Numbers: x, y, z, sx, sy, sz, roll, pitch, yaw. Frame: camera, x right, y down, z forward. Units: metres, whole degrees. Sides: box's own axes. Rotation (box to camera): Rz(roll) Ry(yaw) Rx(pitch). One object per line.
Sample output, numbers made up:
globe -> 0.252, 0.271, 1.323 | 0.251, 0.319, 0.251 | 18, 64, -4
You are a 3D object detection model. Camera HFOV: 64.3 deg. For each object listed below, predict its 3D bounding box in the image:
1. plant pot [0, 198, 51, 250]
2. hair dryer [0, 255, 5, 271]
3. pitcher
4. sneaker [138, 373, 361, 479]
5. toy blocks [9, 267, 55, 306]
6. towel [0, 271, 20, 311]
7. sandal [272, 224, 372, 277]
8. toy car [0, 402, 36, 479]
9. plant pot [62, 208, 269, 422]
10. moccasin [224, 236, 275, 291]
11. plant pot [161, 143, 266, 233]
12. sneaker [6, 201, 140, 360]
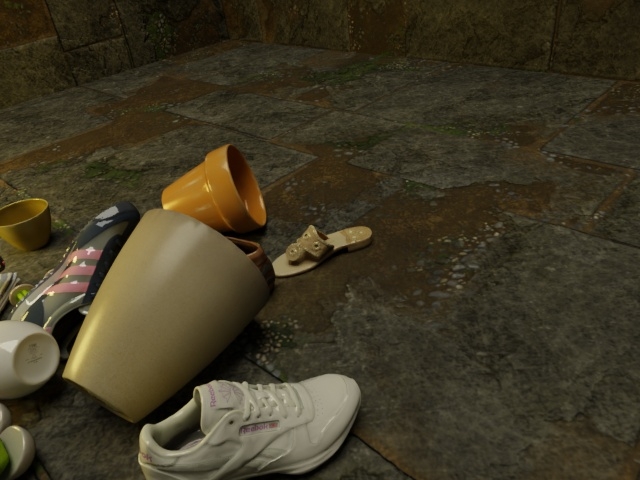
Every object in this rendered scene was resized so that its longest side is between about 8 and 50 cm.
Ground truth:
plant pot -> -0.727, -0.030, 1.258 | 0.135, 0.095, 0.134 | -5, 33, 3
hair dryer -> -0.739, 0.157, 0.968 | 0.224, 0.080, 0.293 | -23, 29, 10
pitcher -> -0.544, 0.200, 0.807 | 0.207, 0.125, 0.178 | -7, 7, 23
sneaker -> -0.083, 0.240, 0.664 | 0.305, 0.152, 0.114 | -19, 33, -19
toy blocks -> -0.539, 0.122, 1.027 | 0.148, 0.054, 0.123 | 24, 44, 38
towel -> -0.792, 0.158, 1.044 | 0.285, 0.034, 0.209 | -10, 35, -1
sandal -> -0.003, -0.003, 1.082 | 0.240, 0.079, 0.088 | -19, 35, -16
toy car -> -0.508, 0.297, 0.696 | 0.182, 0.159, 0.136 | 20, 77, 35
plant pot -> -0.259, 0.134, 0.810 | 0.257, 0.256, 0.274 | 13, 54, 28
moccasin -> -0.272, 0.023, 1.036 | 0.381, 0.146, 0.139 | 15, 39, 31
plant pot -> -0.255, -0.095, 1.190 | 0.188, 0.205, 0.205 | -20, 32, 9
sneaker -> -0.423, 0.078, 0.952 | 0.131, 0.112, 0.318 | 32, 80, 16
